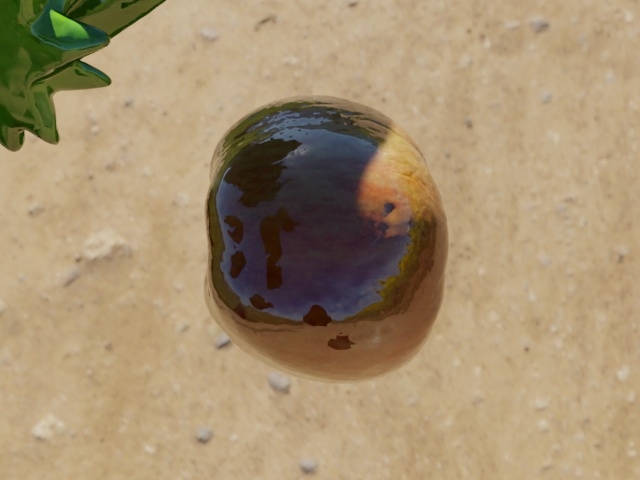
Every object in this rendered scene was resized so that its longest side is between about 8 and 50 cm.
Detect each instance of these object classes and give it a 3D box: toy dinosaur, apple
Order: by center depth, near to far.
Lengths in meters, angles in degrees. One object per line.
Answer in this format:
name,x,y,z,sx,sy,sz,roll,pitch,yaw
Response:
toy dinosaur,-0.101,-0.124,0.538,0.152,0.194,0.177,8,45,16
apple,0.000,0.003,0.602,0.102,0.126,0.126,-2,53,-6
